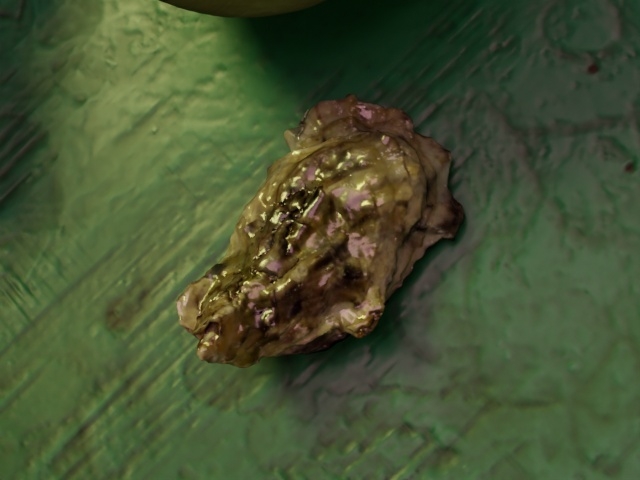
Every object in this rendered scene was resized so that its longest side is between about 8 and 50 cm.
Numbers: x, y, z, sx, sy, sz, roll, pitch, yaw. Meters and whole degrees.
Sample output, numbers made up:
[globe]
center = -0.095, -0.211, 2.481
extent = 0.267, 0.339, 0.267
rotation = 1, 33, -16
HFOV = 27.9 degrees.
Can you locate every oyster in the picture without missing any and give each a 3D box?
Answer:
[oyster]
center = 0.003, 0.002, 0.641
extent = 0.108, 0.053, 0.165
rotation = 28, 77, 11

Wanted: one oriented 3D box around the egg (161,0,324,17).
[egg]
center = -0.017, -0.247, 0.629
extent = 0.218, 0.218, 0.295
rotation = 26, 71, 21
